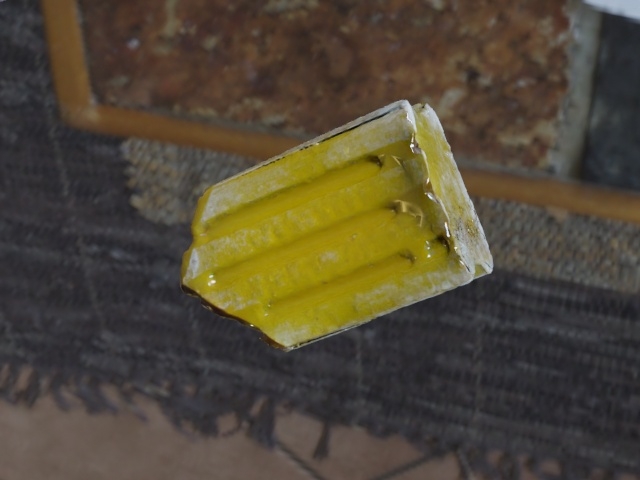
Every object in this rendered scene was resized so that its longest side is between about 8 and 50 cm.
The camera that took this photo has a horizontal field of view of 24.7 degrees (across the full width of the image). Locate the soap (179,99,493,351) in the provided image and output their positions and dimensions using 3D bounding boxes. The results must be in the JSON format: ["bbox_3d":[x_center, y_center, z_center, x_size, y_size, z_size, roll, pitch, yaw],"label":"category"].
[{"bbox_3d":[0.000,0.000,1.249,0.257,0.080,0.160,-22,85,25],"label":"soap"}]
